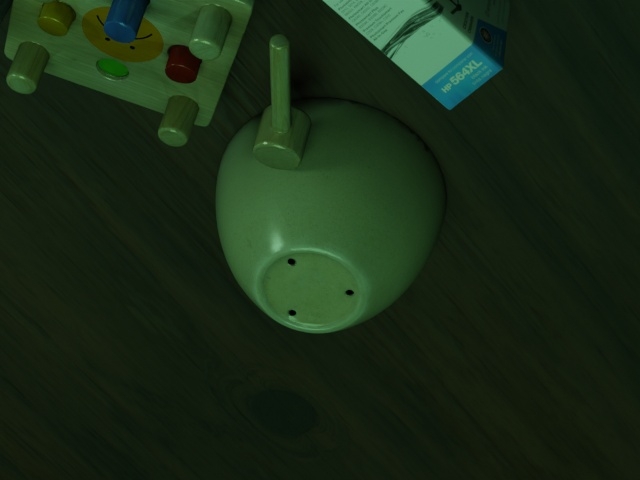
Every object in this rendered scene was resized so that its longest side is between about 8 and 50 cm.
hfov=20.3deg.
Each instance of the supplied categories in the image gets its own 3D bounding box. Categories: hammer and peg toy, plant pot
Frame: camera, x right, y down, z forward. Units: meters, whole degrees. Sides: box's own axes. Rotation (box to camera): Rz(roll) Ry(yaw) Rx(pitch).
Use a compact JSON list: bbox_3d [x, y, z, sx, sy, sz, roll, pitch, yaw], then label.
[{"bbox_3d":[-0.163,-0.224,1.975,0.361,0.127,0.266,19,149,-5],"label":"hammer and peg toy"},{"bbox_3d":[0.000,0.000,2.128,0.284,0.191,0.284,5,130,7],"label":"plant pot"}]

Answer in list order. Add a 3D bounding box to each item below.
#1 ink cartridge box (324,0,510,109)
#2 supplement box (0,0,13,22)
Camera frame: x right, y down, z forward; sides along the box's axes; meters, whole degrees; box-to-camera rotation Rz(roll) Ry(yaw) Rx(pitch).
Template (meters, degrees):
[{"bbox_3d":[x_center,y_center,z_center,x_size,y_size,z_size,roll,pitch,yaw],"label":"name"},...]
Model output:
[{"bbox_3d":[0.102,-0.263,1.921,0.203,0.148,0.086,39,126,-21],"label":"ink cartridge box"},{"bbox_3d":[-0.397,-0.251,1.964,0.078,0.233,0.080,14,126,-2],"label":"supplement box"}]
